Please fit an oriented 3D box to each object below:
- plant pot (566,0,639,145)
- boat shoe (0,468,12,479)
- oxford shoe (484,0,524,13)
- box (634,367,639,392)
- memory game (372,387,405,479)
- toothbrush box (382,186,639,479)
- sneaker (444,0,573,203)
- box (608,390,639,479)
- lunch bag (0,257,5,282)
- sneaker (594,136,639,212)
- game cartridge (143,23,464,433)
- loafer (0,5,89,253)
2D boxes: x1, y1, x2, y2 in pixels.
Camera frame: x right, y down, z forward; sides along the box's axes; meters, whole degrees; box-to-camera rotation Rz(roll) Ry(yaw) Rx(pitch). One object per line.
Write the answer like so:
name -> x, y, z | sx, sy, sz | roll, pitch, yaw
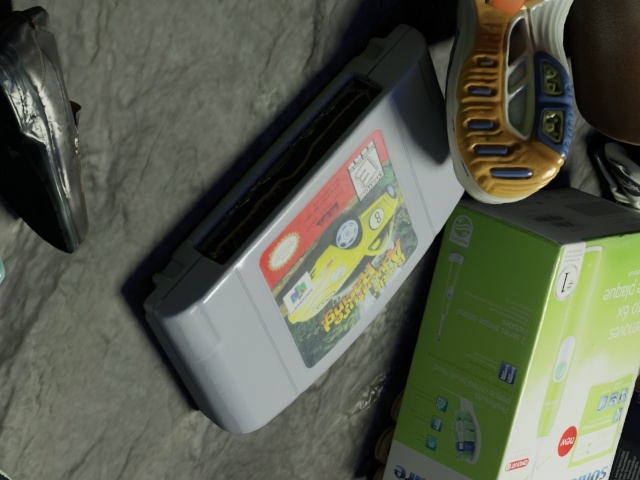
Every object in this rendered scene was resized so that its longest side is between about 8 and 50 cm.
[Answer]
plant pot -> 0.283, -0.231, 1.478 | 0.215, 0.215, 0.230 | -42, 129, -26
boat shoe -> -0.206, 0.220, 1.229 | 0.114, 0.091, 0.302 | -60, 148, -1
oxford shoe -> 0.132, -0.299, 1.291 | 0.097, 0.098, 0.271 | 115, -8, -75
box -> 0.438, 0.094, 1.949 | 0.203, 0.168, 0.167 | -4, 119, -54
memory game -> 0.111, 0.174, 1.698 | 0.186, 0.012, 0.186 | -31, 135, -37
toothbrush box -> 0.186, 0.107, 1.635 | 0.206, 0.122, 0.283 | -6, 115, -51
sneaker -> 0.137, -0.173, 1.383 | 0.131, 0.112, 0.296 | 132, -31, -80
box -> 0.366, 0.248, 1.934 | 0.153, 0.207, 0.108 | -17, 128, -49
lunch bag -> -0.321, 0.046, 0.879 | 0.262, 0.160, 0.223 | -47, 153, 7
sneaker -> 0.301, -0.039, 1.727 | 0.153, 0.094, 0.235 | -2, 116, -52
game cartridge -> 0.000, 0.000, 1.382 | 0.294, 0.060, 0.196 | -49, 150, -18
loafer -> -0.163, -0.062, 1.099 | 0.061, 0.062, 0.170 | -46, 147, -29
